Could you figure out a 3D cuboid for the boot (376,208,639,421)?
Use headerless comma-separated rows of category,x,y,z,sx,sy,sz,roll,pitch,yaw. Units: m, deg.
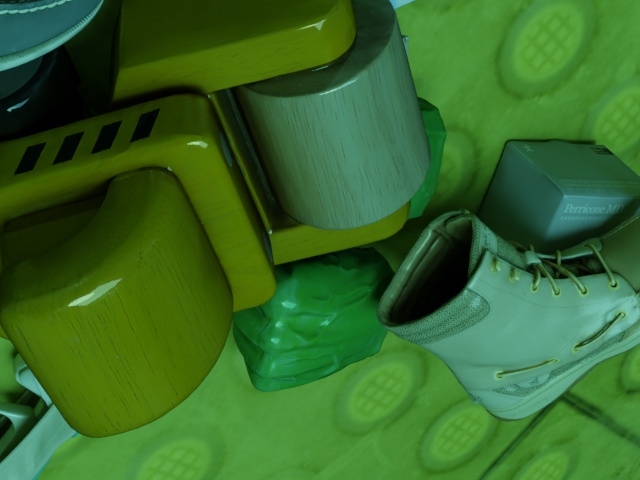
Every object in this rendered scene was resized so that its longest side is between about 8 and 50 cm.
boot,0.192,0.025,1.143,0.262,0.095,0.203,-40,132,13

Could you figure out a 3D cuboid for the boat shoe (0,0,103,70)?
boat shoe,-0.239,-0.163,0.746,0.319,0.116,0.099,-7,159,-42

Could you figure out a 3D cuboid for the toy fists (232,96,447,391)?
toy fists,0.000,0.000,1.115,0.142,0.096,0.279,-15,132,-44

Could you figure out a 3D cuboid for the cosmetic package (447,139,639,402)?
cosmetic package,0.208,0.029,1.286,0.127,0.107,0.238,-3,128,-31

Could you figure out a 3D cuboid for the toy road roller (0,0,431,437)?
toy road roller,-0.088,-0.018,0.876,0.329,0.241,0.202,-15,137,6

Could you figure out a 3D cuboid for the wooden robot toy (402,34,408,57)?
wooden robot toy,-0.002,-0.147,1.011,0.173,0.076,0.079,-14,120,-28

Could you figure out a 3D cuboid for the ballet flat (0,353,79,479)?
ballet flat,-0.227,0.134,1.075,0.248,0.086,0.086,-50,138,10

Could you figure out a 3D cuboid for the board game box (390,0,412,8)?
board game box,0.054,-0.250,0.959,0.211,0.039,0.160,-26,121,-16
